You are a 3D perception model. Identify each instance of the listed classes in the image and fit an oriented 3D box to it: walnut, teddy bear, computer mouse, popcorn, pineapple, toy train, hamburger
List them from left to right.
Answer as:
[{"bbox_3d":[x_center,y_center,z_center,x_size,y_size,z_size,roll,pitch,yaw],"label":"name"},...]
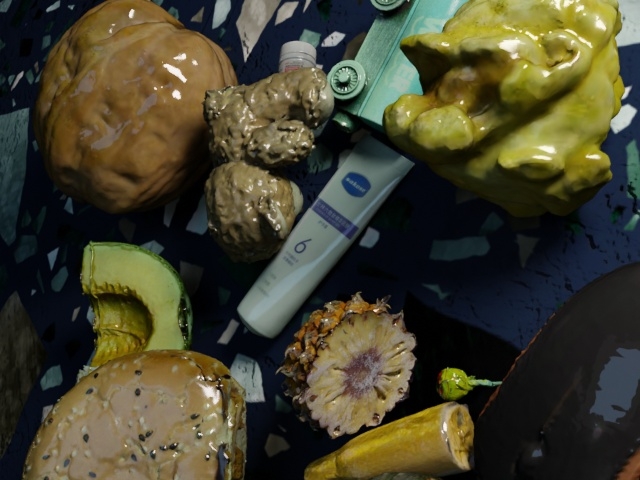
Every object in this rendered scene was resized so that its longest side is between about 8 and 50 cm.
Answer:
[{"bbox_3d":[-0.301,-0.199,1.310,0.306,0.306,0.344,45,111,41],"label":"walnut"},{"bbox_3d":[-0.229,0.306,1.061,0.277,0.195,0.318,-2,74,8],"label":"hamburger"},{"bbox_3d":[-0.087,-0.095,1.144,0.267,0.156,0.256,156,113,-63],"label":"teddy bear"},{"bbox_3d":[0.016,0.136,0.998,0.176,0.161,0.137,-53,36,-9],"label":"pineapple"},{"bbox_3d":[0.113,-0.248,1.118,0.159,0.101,0.248,30,94,27],"label":"toy train"},{"bbox_3d":[0.214,-0.169,0.898,0.235,0.242,0.250,15,80,45],"label":"popcorn"},{"bbox_3d":[0.269,0.156,0.806,0.323,0.116,0.183,-55,43,9],"label":"computer mouse"}]

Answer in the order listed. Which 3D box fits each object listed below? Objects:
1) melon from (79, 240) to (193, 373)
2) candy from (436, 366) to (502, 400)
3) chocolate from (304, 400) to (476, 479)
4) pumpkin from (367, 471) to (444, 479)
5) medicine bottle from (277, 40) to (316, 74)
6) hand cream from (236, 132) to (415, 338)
[{"bbox_3d":[-0.264,0.135,1.263,0.169,0.129,0.265,-7,74,12],"label":"melon"},{"bbox_3d":[0.189,0.163,0.930,0.123,0.035,0.035,-6,113,29],"label":"candy"},{"bbox_3d":[0.073,0.249,0.955,0.219,0.086,0.085,-24,59,31],"label":"chocolate"},{"bbox_3d":[0.089,0.351,0.845,0.224,0.157,0.223,-11,70,32],"label":"pumpkin"},{"bbox_3d":[-0.037,-0.250,1.256,0.058,0.058,0.091,-12,66,36],"label":"medicine bottle"},{"bbox_3d":[0.000,0.000,1.145,0.320,0.067,0.109,-52,47,2],"label":"hand cream"}]
